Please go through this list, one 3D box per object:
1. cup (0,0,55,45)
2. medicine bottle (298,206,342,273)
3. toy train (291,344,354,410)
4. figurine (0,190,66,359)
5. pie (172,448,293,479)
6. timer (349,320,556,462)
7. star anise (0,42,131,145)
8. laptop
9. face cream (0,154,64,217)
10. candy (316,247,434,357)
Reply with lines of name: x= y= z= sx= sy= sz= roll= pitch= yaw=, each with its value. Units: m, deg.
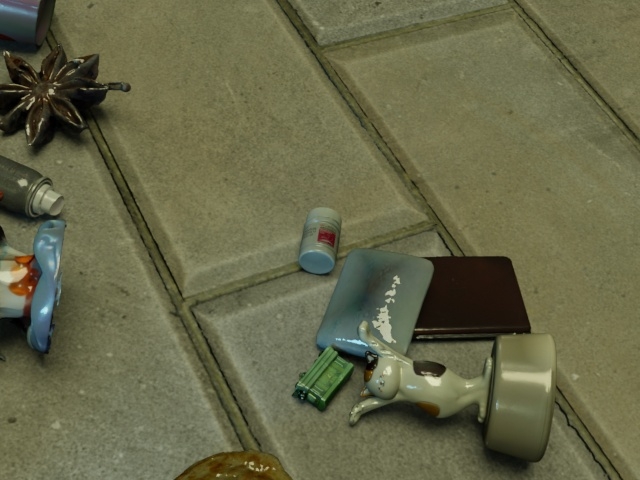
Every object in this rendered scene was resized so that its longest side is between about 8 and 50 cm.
cup: x=-0.617 y=-0.437 z=1.839 sx=0.289 sy=0.203 sz=0.203 roll=13 pitch=50 yaw=-5
medicine bottle: x=0.000 y=0.000 z=1.639 sx=0.058 sy=0.058 sz=0.091 roll=10 pitch=50 yaw=0
toy train: x=0.004 y=0.195 z=1.495 sx=0.056 sy=0.038 sz=0.093 roll=35 pitch=53 yaw=11
figurine: x=-0.549 y=0.051 z=1.422 sx=0.388 sy=0.248 sz=0.276 roll=7 pitch=47 yaw=-16
pie: x=-0.112 y=0.336 z=1.335 sx=0.194 sy=0.079 sz=0.163 roll=0 pitch=43 yaw=-9
timer: x=0.175 y=0.199 z=1.446 sx=0.266 sy=0.175 sz=0.175 roll=6 pitch=50 yaw=5
star anise: x=-0.436 y=-0.239 z=1.755 sx=0.263 sy=0.081 sz=0.230 roll=-1 pitch=50 yaw=5
laptop: x=0.207 y=0.087 z=1.624 sx=0.207 sy=0.026 sz=0.154 roll=-1 pitch=49 yaw=-10
face cream: x=-0.527 y=-0.107 z=1.637 sx=0.284 sy=0.073 sz=0.073 roll=23 pitch=51 yaw=10
candy: x=0.080 y=0.091 z=1.551 sx=0.138 sy=0.071 sz=0.174 roll=9 pitch=58 yaw=23
